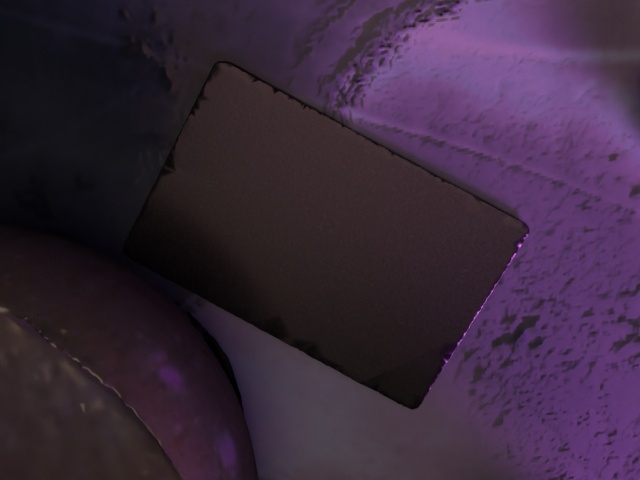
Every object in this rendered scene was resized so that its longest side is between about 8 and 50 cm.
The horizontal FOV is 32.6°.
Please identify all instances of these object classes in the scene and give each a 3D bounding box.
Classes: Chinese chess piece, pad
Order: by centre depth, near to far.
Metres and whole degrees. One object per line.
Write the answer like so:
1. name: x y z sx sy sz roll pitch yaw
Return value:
1. Chinese chess piece: -0.209 0.158 0.662 0.349 0.146 0.349 2 105 7
2. pad: 0.000 0.000 0.664 0.211 0.003 0.143 29 107 -2
